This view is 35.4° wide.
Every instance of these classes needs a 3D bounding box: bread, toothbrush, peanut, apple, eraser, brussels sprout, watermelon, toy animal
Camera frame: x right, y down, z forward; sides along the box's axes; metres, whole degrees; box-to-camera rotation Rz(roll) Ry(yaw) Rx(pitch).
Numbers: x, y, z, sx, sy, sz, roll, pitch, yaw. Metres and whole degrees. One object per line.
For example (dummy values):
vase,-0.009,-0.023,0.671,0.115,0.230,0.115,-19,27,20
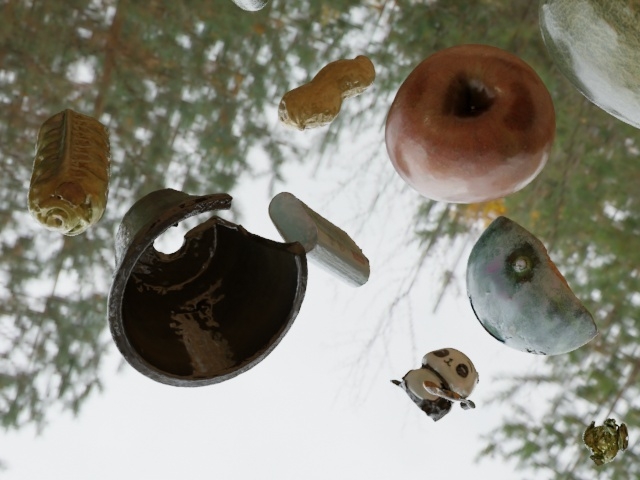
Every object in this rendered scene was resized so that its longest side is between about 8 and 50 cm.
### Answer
bread,-0.325,-0.089,1.306,0.098,0.087,0.269,18,-158,-19
toothbrush,0.287,0.343,2.216,0.321,0.031,0.023,37,-145,-59
peanut,0.015,-0.341,2.325,0.117,0.263,0.101,51,166,-6
apple,0.221,-0.164,1.504,0.253,0.254,0.253,19,-157,-8
eraser,0.000,0.000,2.142,0.227,0.081,0.174,32,-165,-51
brussels sprout,0.521,0.360,1.812,0.058,0.085,0.085,6,-152,-29
watermelon,0.408,0.104,2.082,0.322,0.188,0.175,47,175,28
toy animal,0.277,0.327,2.370,0.166,0.179,0.138,47,170,31

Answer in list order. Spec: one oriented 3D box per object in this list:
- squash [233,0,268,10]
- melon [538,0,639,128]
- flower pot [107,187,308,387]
squash,-0.111,-0.386,1.522,0.066,0.066,0.229,21,-173,-3
melon,0.424,-0.262,1.250,0.329,0.248,0.248,42,-157,-3
flower pot,-0.246,0.058,1.837,0.379,0.379,0.251,6,-159,-34
